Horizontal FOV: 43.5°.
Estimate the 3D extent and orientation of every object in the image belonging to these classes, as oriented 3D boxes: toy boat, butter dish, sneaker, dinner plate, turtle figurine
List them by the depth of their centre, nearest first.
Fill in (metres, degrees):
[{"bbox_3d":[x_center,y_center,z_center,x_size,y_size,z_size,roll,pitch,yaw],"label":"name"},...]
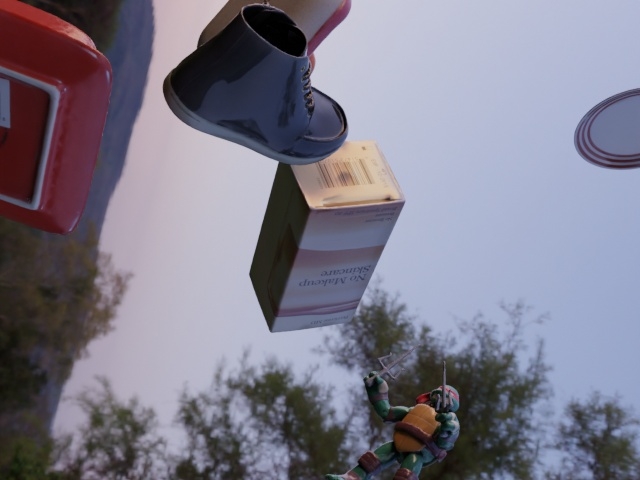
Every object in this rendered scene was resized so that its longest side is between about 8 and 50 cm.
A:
[{"bbox_3d":[-0.219,-0.108,0.559,0.118,0.160,0.160,-79,-168,-52],"label":"butter dish"},{"bbox_3d":[-0.024,-0.139,0.747,0.118,0.222,0.083,-34,-114,35],"label":"sneaker"},{"bbox_3d":[0.364,-0.131,0.923,0.141,0.141,0.017,127,-27,-50],"label":"dinner plate"},{"bbox_3d":[0.120,0.247,1.041,0.175,0.118,0.234,-1,-137,53],"label":"turtle figurine"},{"bbox_3d":[-0.051,-0.281,1.130,0.151,0.151,0.231,38,-96,31],"label":"toy boat"}]

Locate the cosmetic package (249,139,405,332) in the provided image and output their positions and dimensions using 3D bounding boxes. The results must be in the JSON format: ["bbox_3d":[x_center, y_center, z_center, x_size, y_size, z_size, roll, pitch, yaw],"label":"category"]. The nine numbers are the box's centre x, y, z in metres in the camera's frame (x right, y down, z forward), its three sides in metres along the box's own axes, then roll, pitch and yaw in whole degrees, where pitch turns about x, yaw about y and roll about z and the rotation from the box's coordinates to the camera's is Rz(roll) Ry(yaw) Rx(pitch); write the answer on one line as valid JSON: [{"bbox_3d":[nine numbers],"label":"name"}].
[{"bbox_3d":[0.000,0.000,1.204,0.296,0.153,0.129,108,-32,-49],"label":"cosmetic package"}]
